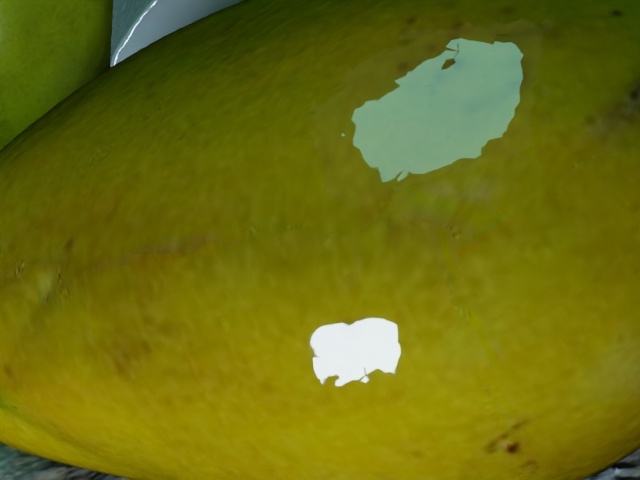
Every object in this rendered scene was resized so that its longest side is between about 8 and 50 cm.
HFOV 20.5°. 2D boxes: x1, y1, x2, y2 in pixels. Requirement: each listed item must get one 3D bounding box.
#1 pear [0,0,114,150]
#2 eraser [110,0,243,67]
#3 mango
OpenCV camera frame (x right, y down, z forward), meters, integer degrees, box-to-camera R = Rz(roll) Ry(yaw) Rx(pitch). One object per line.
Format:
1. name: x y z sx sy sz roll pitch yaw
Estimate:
1. pear: -0.267 -0.168 1.365 0.269 0.212 0.212 -48 16 25
2. eraser: -0.061 -0.194 1.206 0.174 0.095 0.270 -34 23 11
3. mango: 0.000 0.000 0.844 0.446 0.232 0.300 -11 35 27
